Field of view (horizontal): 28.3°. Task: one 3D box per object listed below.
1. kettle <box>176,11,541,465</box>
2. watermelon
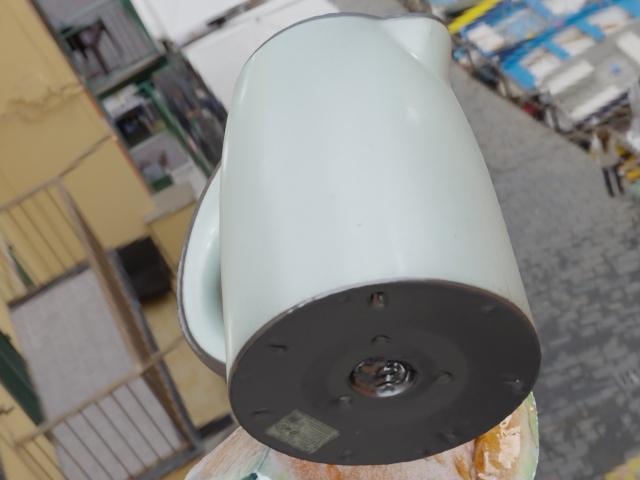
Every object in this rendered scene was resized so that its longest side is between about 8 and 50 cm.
[{"bbox_3d":[0.000,0.000,0.733,0.221,0.161,0.236,-36,42,28],"label":"kettle"},{"bbox_3d":[0.036,0.189,0.952,0.322,0.188,0.175,-12,64,-44],"label":"watermelon"}]
